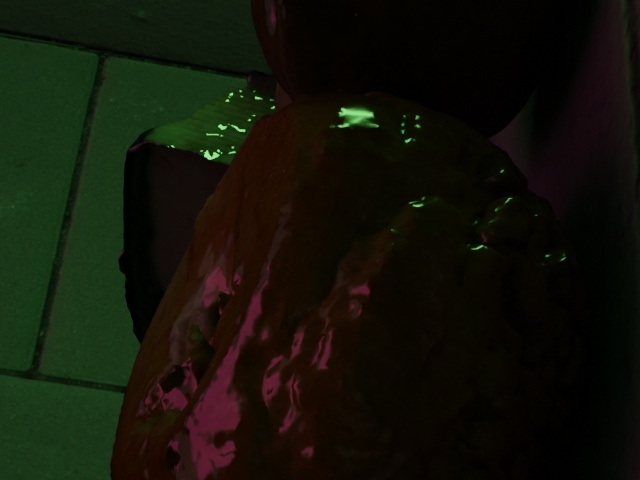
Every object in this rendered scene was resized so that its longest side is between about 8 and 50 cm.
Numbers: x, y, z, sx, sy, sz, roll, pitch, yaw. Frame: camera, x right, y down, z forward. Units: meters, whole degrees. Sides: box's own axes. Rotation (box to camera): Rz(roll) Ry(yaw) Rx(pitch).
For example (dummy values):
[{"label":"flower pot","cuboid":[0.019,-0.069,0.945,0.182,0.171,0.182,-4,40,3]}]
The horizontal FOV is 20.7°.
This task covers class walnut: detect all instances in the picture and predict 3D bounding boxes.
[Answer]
[{"label":"walnut","cuboid":[0.061,-0.188,1.208,0.227,0.283,0.283,31,119,40]}]

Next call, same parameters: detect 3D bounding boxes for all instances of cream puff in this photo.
[{"label":"cream puff","cuboid":[0.024,0.079,1.047,0.343,0.231,0.327,-39,32,59]}]

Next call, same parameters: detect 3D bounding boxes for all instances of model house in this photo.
[{"label":"model house","cuboid":[-0.025,-0.012,1.788,0.284,0.243,0.298,-41,-39,-44]}]

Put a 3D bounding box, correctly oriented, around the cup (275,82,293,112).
[{"label":"cup","cuboid":[0.047,-0.120,1.524,0.202,0.173,0.255,106,172,-62]}]
